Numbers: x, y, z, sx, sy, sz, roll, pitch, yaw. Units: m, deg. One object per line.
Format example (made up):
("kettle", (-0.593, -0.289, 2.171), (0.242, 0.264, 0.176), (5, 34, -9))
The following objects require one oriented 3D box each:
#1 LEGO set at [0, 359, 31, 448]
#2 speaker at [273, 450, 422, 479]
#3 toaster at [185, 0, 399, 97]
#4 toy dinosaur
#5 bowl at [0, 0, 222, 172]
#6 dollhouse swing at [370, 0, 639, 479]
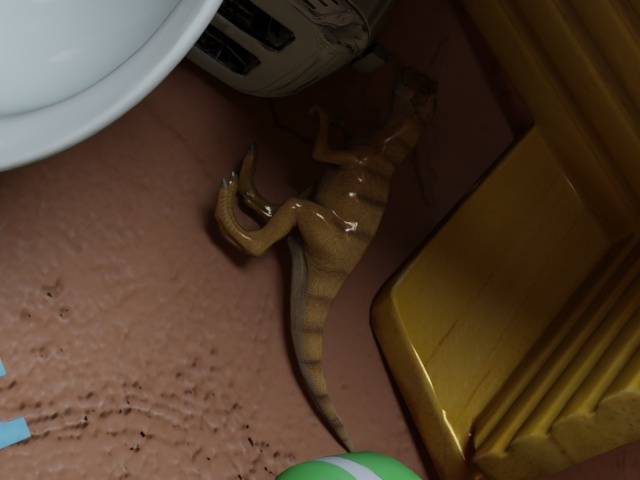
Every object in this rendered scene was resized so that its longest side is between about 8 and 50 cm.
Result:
("LEGO set", (-0.204, 0.036, 0.600), (0.093, 0.087, 0.227), (-21, 88, -37))
("speaker", (-0.072, 0.197, 0.618), (0.296, 0.131, 0.131), (-20, 88, -37))
("toaster", (-0.042, -0.184, 0.751), (0.227, 0.129, 0.146), (35, 62, -20))
("toy dinosaur", (0.000, 0.000, 0.754), (0.112, 0.064, 0.212), (21, 92, 5))
("bowl", (-0.142, -0.178, 0.606), (0.298, 0.297, 0.134), (68, 15, 0))
("dollhouse swing", (0.127, -0.107, 0.719), (0.305, 0.347, 0.315), (47, 56, -3))
